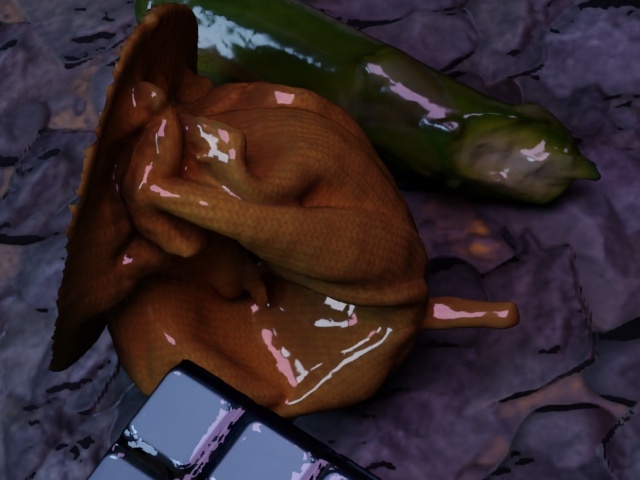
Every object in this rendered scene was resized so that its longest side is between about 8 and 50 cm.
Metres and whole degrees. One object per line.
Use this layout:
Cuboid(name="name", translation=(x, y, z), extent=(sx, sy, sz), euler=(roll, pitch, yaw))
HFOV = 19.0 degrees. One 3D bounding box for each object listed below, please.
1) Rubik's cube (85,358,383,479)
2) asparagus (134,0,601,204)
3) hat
Cuboid(name="Rubik's cube", translation=(-0.039, 0.185, 0.969), extent=(0.163, 0.162, 0.160), euler=(29, 73, 26))
Cuboid(name="asparagus", translation=(0.009, -0.100, 1.153), extent=(0.343, 0.085, 0.082), euler=(31, 118, 25))
Cuboid(name="hat", translation=(0.000, 0.000, 1.039), extent=(0.233, 0.244, 0.233), euler=(18, 49, 4))
